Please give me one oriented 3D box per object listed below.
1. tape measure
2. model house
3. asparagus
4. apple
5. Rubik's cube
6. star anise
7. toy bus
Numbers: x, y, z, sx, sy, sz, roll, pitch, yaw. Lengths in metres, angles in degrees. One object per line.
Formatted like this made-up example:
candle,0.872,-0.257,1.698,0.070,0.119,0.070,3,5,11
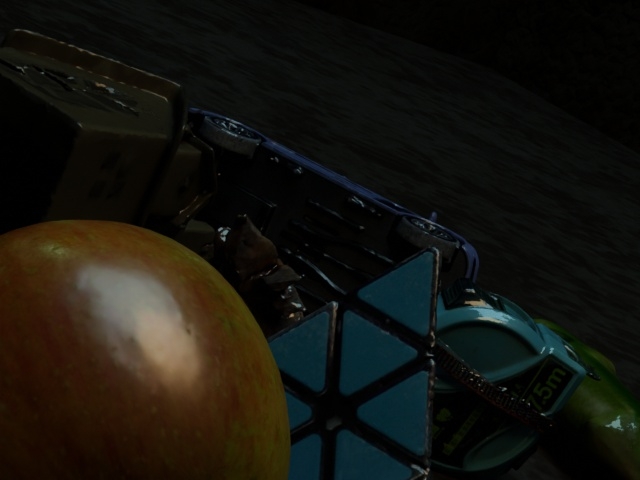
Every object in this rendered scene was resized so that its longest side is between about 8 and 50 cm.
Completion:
tape measure,0.108,0.103,1.313,0.146,0.125,0.081,35,13,-11
model house,-0.127,0.012,1.058,0.204,0.211,0.243,32,15,25
asparagus,0.233,0.158,1.433,0.085,0.082,0.343,20,14,-35
apple,-0.108,0.091,0.823,0.196,0.196,0.196,23,13,-6
Rubik's cube,-0.017,0.127,1.182,0.178,0.211,0.190,5,-20,1
star anise,-0.045,0.043,1.388,0.129,0.056,0.124,55,-33,-7
toy bus,0.000,0.000,1.536,0.292,0.125,0.133,28,13,21
